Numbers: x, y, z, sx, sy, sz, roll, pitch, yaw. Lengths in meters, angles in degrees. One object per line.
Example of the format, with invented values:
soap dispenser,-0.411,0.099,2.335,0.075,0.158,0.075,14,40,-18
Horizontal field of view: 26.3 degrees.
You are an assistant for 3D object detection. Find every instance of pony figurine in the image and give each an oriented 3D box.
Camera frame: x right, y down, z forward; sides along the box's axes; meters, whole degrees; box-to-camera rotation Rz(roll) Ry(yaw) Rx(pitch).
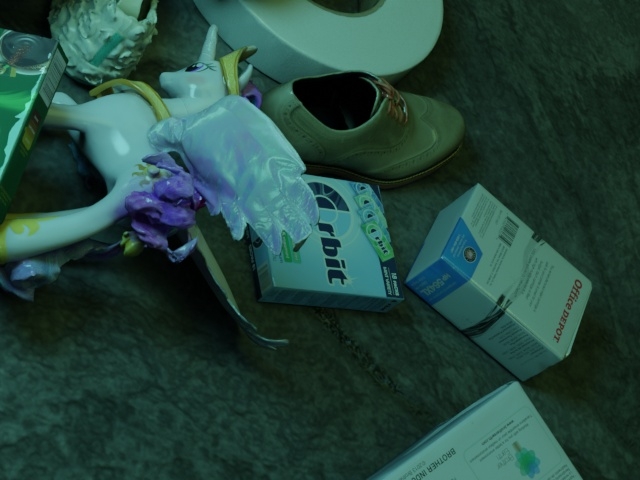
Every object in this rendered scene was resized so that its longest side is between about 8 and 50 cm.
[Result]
pony figurine,-0.173,-0.061,1.378,0.363,0.303,0.351,-14,63,-26

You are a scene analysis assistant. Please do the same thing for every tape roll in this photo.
tape roll,-0.013,-0.362,1.796,0.392,0.072,0.392,18,54,-27

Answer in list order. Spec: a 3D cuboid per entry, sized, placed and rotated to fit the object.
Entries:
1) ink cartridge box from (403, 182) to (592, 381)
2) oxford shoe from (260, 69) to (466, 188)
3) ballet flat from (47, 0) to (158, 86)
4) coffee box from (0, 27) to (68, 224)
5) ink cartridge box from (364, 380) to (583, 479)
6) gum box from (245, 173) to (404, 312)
ink cartridge box,0.224,0.054,1.701,0.203,0.086,0.148,41,46,-10
oxford shoe,0.067,-0.142,1.674,0.348,0.130,0.123,-8,68,-40
ballet flat,-0.219,-0.355,1.594,0.147,0.147,0.409,20,52,-27
coffee box,-0.317,-0.111,1.264,0.113,0.040,0.184,14,68,11
ink cartridge box,0.194,0.387,1.411,0.270,0.151,0.395,-29,81,-38
gum box,0.000,0.000,1.597,0.184,0.041,0.157,8,58,-35
